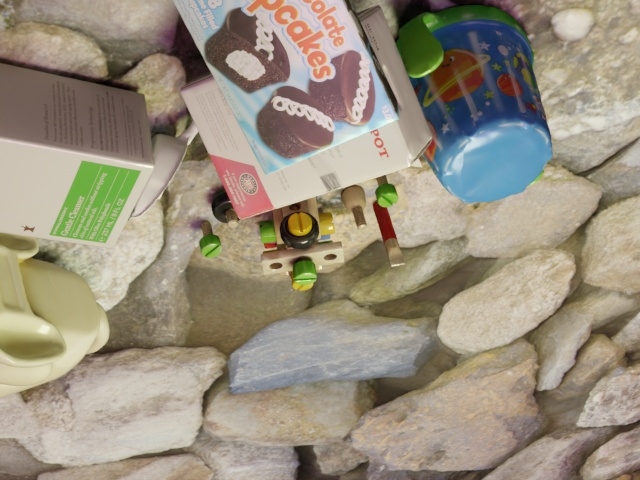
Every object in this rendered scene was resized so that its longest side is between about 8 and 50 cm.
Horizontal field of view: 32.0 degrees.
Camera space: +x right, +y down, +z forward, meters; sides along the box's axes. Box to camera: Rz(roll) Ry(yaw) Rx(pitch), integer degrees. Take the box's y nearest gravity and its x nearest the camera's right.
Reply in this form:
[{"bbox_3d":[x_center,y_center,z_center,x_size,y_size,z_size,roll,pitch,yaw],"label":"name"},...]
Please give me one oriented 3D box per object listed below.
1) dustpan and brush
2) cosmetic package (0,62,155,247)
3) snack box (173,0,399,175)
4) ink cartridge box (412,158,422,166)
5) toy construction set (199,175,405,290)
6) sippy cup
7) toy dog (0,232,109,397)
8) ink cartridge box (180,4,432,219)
[{"bbox_3d":[-0.221,-0.130,1.652,0.060,0.147,0.211,22,102,-20],"label":"dustpan and brush"},{"bbox_3d":[-0.438,-0.126,1.540,0.365,0.155,0.197,7,138,-26],"label":"cosmetic package"},{"bbox_3d":[-0.053,-0.256,1.342,0.187,0.060,0.322,-22,114,14],"label":"snack box"},{"bbox_3d":[0.106,-0.150,1.729,0.115,0.029,0.063,13,153,31],"label":"ink cartridge box"},{"bbox_3d":[0.000,0.000,1.759,0.308,0.237,0.257,6,136,-24],"label":"toy construction set"},{"bbox_3d":[0.226,-0.184,1.628,0.305,0.224,0.240,4,137,-23],"label":"sippy cup"},{"bbox_3d":[-0.582,0.162,1.780,0.408,0.285,0.395,-32,162,20],"label":"toy dog"},{"bbox_3d":[-0.016,-0.171,1.522,0.283,0.117,0.207,-16,106,28],"label":"ink cartridge box"}]
